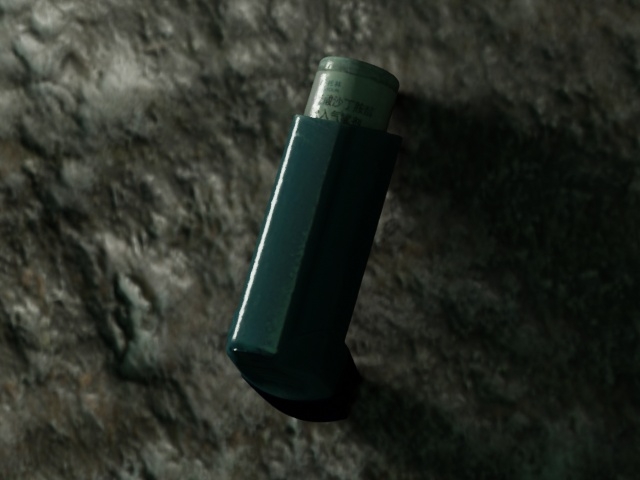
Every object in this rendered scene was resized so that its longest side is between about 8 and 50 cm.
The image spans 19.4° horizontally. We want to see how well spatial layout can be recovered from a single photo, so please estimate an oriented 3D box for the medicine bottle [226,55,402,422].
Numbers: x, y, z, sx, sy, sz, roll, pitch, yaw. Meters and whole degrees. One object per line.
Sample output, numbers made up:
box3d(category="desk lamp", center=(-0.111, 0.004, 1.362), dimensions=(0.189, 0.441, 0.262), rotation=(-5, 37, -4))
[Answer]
box3d(category="medicine bottle", center=(0.000, 0.000, 1.367), dimensions=(0.079, 0.124, 0.258), rotation=(12, 83, 27))
